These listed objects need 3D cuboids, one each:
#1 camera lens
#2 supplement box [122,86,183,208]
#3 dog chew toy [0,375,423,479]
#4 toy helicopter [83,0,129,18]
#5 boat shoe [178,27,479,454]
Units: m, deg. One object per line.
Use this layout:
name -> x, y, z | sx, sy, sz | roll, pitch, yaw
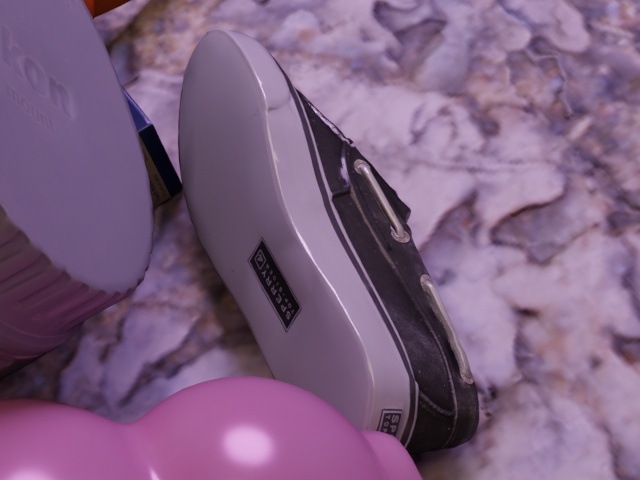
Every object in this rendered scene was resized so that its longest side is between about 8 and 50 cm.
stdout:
camera lens -> -0.231, -0.017, 0.640 | 0.274, 0.219, 0.219 | -23, 55, 13
supplement box -> -0.125, -0.041, 0.776 | 0.083, 0.056, 0.083 | -35, 58, -9
dog chew toy -> -0.117, 0.150, 0.580 | 0.332, 0.206, 0.206 | -22, 56, -11
toy helicopter -> -0.217, -0.115, 0.826 | 0.235, 0.140, 0.355 | 24, 77, 16
boat shoe -> 0.000, 0.000, 0.716 | 0.070, 0.078, 0.219 | 0, 54, -36
